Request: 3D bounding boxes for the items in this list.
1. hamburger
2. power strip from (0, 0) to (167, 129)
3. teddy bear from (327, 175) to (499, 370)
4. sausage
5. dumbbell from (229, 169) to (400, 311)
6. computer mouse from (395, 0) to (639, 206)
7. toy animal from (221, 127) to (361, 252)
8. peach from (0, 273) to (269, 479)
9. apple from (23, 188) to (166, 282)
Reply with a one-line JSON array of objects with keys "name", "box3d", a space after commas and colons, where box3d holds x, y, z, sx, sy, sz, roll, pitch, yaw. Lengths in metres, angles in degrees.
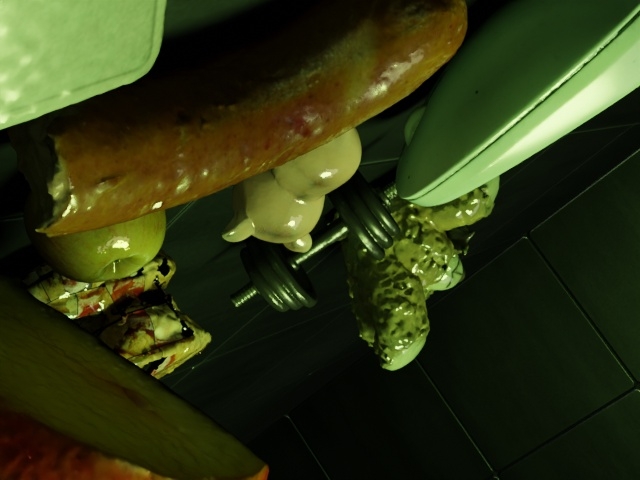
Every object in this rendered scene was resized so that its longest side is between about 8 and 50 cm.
[{"name": "hamburger", "box3d": [-0.199, 0.088, 0.762, 0.231, 0.107, 0.231, -31, 176, -3]}, {"name": "power strip", "box3d": [-0.124, -0.108, 0.234, 0.198, 0.064, 0.213, -25, 145, -35]}, {"name": "teddy bear", "box3d": [0.098, 0.020, 1.194, 0.267, 0.156, 0.256, -63, 167, -9]}, {"name": "sausage", "box3d": [-0.039, -0.081, 0.569, 0.302, 0.076, 0.103, -28, 167, -31]}, {"name": "dumbbell", "box3d": [0.000, 0.000, 0.964, 0.208, 0.099, 0.099, -35, 169, 6]}, {"name": "computer mouse", "box3d": [0.165, -0.144, 0.822, 0.288, 0.097, 0.159, -31, -156, 24]}, {"name": "toy animal", "box3d": [-0.020, -0.049, 0.751, 0.089, 0.083, 0.150, -84, -161, -45]}, {"name": "peach", "box3d": [-0.231, 0.177, 0.557, 0.380, 0.306, 0.242, -31, 176, 9]}, {"name": "apple", "box3d": [-0.133, -0.013, 0.599, 0.084, 0.071, 0.084, -33, 168, -8]}]
